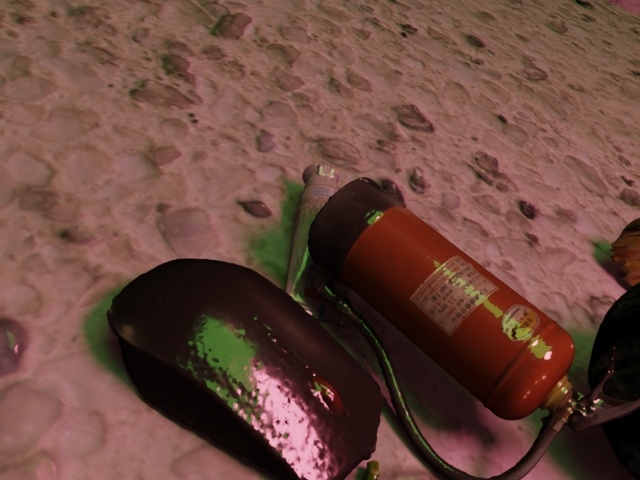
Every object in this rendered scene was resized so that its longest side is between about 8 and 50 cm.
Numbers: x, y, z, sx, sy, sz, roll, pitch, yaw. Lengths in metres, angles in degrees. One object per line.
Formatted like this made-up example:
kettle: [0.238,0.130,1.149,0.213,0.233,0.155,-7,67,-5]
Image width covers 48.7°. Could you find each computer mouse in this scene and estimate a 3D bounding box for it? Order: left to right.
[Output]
computer mouse: [-0.064,0.112,0.690,0.295,0.087,0.168,32,38,8]

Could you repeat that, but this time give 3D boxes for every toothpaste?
toothpaste: [0.000,0.000,0.887,0.089,0.057,0.234,12,47,-13]

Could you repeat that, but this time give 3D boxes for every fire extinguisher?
fire extinguisher: [0.136,0.107,0.756,0.376,0.200,0.113,38,19,23]

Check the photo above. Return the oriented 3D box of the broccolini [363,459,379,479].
broccolini: [0.012,0.264,0.609,0.052,0.054,0.194,60,35,-3]

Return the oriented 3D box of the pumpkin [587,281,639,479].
pumpkin: [0.440,0.171,0.784,0.315,0.238,0.316,12,63,-26]

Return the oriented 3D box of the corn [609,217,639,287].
corn: [0.586,0.016,1.021,0.123,0.305,0.122,58,45,-23]
